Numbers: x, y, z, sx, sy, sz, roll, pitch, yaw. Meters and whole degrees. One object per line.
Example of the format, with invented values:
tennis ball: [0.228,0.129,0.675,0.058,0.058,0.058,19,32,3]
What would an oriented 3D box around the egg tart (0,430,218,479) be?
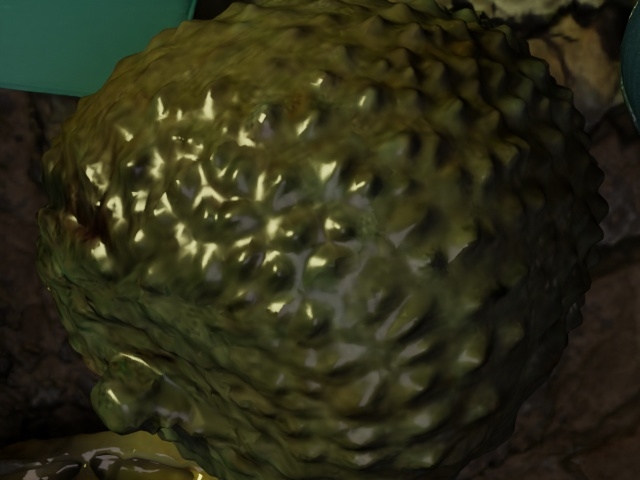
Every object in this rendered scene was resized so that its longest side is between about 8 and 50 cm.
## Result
egg tart: [-0.121,0.289,1.015,0.388,0.169,0.387,-3,110,-8]

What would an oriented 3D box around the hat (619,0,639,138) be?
hat: [0.239,-0.065,0.948,0.138,0.078,0.191,-28,116,2]

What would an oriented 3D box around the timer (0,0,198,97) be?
timer: [-0.166,-0.192,0.841,0.250,0.091,0.231,7,113,-25]

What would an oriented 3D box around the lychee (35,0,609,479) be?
lychee: [0.000,0.000,0.860,0.274,0.255,0.255,-48,118,-24]
